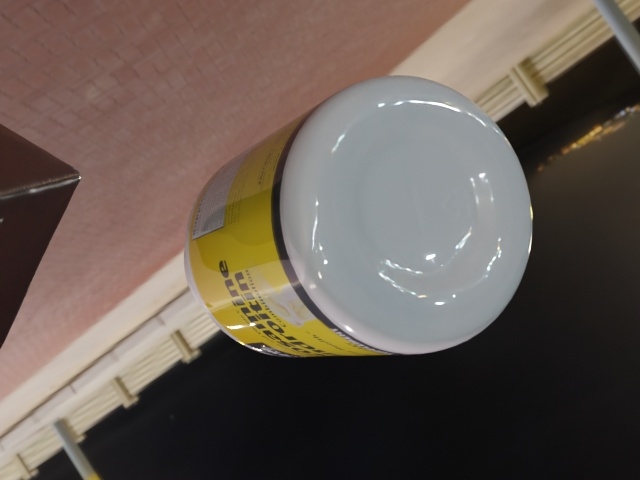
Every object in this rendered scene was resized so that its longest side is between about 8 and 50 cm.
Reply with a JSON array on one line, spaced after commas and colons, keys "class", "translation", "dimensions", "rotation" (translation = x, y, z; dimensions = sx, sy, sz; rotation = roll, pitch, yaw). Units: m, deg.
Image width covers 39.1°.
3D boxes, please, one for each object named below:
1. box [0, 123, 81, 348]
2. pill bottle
[{"class": "box", "translation": [-0.279, 0.006, 0.342], "dimensions": [0.143, 0.191, 0.381], "rotation": [-61, 174, 18]}, {"class": "pill bottle", "translation": [0.000, 0.000, 0.399], "dimensions": [0.103, 0.103, 0.184], "rotation": [-32, -174, -24]}]
